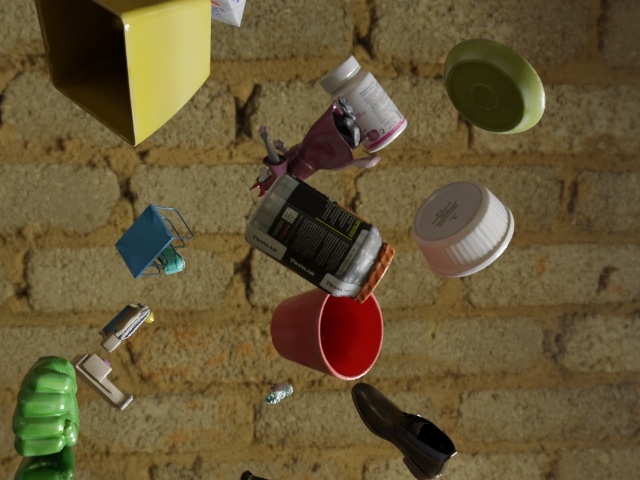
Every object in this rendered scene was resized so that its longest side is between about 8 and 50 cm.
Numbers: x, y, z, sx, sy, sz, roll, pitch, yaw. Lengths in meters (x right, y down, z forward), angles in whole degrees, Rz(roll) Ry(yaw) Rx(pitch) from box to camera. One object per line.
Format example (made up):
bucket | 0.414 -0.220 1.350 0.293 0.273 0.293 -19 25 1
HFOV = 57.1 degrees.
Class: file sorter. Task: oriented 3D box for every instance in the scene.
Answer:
file sorter | -0.447 0.002 1.597 0.118 0.170 0.104 54 -157 18

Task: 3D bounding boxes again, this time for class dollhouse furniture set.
dollhouse furniture set | -0.581 0.340 1.826 0.303 0.198 0.286 -50 -163 -30

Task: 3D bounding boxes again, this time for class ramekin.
ramekin | 0.375 -0.043 1.604 0.127 0.273 0.273 45 166 -32

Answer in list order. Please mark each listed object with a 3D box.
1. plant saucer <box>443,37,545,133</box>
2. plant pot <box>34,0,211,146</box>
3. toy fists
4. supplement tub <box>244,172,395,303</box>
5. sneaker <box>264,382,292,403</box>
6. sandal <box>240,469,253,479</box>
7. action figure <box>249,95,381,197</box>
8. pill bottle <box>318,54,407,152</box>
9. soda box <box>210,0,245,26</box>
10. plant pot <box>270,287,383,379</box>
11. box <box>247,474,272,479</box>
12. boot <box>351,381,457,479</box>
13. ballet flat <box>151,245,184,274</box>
plant saucer | 0.357 -0.315 1.255 0.241 0.241 0.037 16 -123 49
plant pot | -0.285 -0.311 0.905 0.212 0.212 0.187 36 -129 21
toy fists | -0.432 0.327 0.930 0.096 0.279 0.142 5 -170 -13
supplement tub | 0.000 0.000 1.359 0.316 0.193 0.193 32 -166 1
sneaker | -0.141 0.466 1.808 0.098 0.038 0.069 -15 -165 -34
sandal | -0.109 0.566 1.272 0.040 0.179 0.067 -39 -179 -44
action figure | -0.037 -0.221 1.641 0.370 0.275 0.248 -39 178 21
pill bottle | 0.133 -0.437 1.881 0.160 0.283 0.160 -37 -165 12
soda box | -0.218 -0.536 1.243 0.098 0.091 0.286 14 -173 -4
plant pot | 0.003 0.254 1.691 0.243 0.274 0.275 -8 -177 44
box | -0.100 0.619 1.016 0.183 0.296 0.294 12 -179 5
boot | 0.152 0.326 1.063 0.219 0.106 0.082 45 -130 16
ballet flat | -0.539 0.035 1.938 0.087 0.083 0.247 -23 -140 -30
